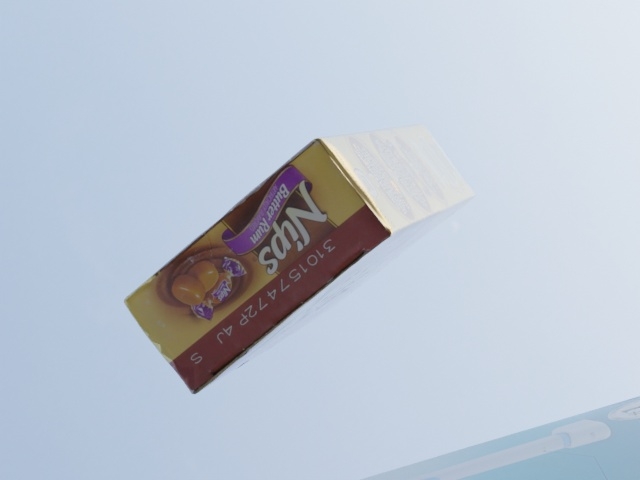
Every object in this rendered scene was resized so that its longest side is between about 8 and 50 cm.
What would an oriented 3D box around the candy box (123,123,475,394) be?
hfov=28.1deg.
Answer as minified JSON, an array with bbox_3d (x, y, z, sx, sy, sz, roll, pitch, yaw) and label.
[{"bbox_3d":[0.000,0.000,0.581,0.053,0.109,0.187,52,-163,4],"label":"candy box"}]

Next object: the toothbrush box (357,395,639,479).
[{"bbox_3d":[0.063,0.179,0.549,0.296,0.216,0.126,-16,-84,3],"label":"toothbrush box"}]
